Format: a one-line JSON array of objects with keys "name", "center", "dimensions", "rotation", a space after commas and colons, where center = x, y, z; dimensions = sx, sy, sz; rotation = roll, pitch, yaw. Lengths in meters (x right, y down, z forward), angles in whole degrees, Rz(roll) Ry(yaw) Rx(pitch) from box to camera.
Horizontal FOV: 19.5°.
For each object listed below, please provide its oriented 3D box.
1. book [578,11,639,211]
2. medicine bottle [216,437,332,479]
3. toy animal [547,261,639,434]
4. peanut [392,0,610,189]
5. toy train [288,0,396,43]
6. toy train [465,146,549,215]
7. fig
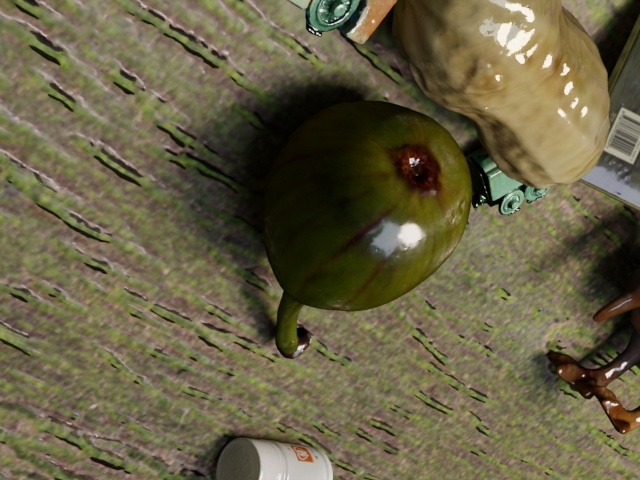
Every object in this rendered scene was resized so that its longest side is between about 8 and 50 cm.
[{"name": "book", "center": [0.326, -0.077, 1.500], "dimensions": [0.228, 0.024, 0.160], "rotation": [25, 90, -16]}, {"name": "medicine bottle", "center": [-0.038, 0.198, 1.571], "dimensions": [0.089, 0.057, 0.057], "rotation": [13, 118, -45]}, {"name": "toy animal", "center": [0.322, 0.095, 1.705], "dimensions": [0.185, 0.122, 0.298], "rotation": [-47, 141, 9]}, {"name": "peanut", "center": [0.135, -0.131, 1.346], "dimensions": [0.130, 0.130, 0.290], "rotation": [-41, 140, 2]}, {"name": "toy train", "center": [-0.016, -0.202, 1.203], "dimensions": [0.099, 0.072, 0.188], "rotation": [-49, 140, 12]}, {"name": "toy train", "center": [0.182, -0.072, 1.506], "dimensions": [0.148, 0.038, 0.071], "rotation": [-30, 137, -10]}, {"name": "fig", "center": [0.000, 0.000, 1.398], "dimensions": [0.151, 0.151, 0.259], "rotation": [-3, 155, -36]}]
